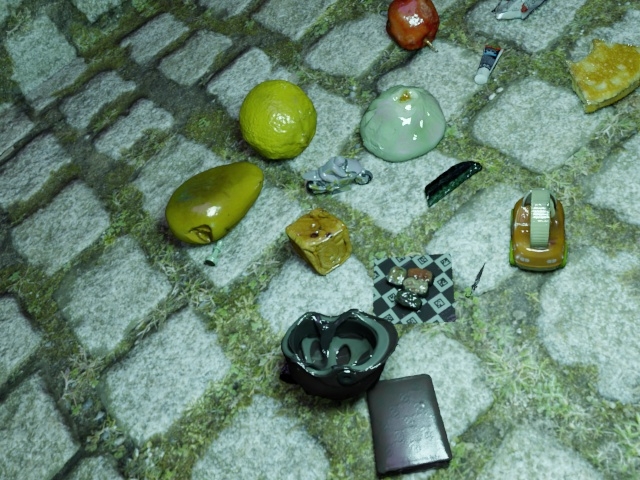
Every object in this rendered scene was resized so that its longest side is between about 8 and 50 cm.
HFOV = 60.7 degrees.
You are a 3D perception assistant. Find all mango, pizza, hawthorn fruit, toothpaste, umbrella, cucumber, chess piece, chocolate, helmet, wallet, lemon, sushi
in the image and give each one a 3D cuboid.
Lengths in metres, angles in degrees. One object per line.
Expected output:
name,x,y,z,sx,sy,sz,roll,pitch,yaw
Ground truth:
mango,-0.347,-0.138,1.819,0.365,0.182,0.253,-40,50,-12
pizza,0.909,-0.537,1.758,0.323,0.089,0.223,-38,61,-11
hawthorn fruit,0.363,-0.797,2.052,0.207,0.207,0.243,-33,82,-6
toothpaste,0.600,-0.633,1.948,0.071,0.045,0.194,17,58,17
umbrella,0.438,0.110,1.523,0.022,0.013,0.122,13,61,48
cucumber,0.403,-0.194,1.717,0.220,0.046,0.070,-35,47,-7
chess piece,-0.343,0.037,1.798,0.042,0.042,0.093,7,54,21
chocolate,-0.065,0.323,1.518,0.072,0.070,0.147,-1,47,29
helmet,0.054,0.309,1.401,0.305,0.177,0.225,3,32,15
wallet,0.211,0.448,1.349,0.181,0.049,0.229,-14,53,8
lemon,-0.153,-0.423,1.907,0.268,0.268,0.322,-40,52,-11
sushi,0.258,0.125,1.546,0.231,0.047,0.220,-5,57,14

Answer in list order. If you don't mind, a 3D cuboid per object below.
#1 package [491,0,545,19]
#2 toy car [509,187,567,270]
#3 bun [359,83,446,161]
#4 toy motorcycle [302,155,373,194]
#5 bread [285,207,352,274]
package,0.769,-0.905,2.064,0.194,0.071,0.269,22,54,26
toy car,0.584,-0.051,1.458,0.145,0.235,0.235,2,58,18
bun,0.268,-0.414,1.815,0.293,0.187,0.293,-9,57,14
toy motorcycle,0.052,-0.215,1.769,0.224,0.152,0.073,-10,56,10
bread,0.000,0.000,1.646,0.149,0.158,0.143,-38,50,-8
